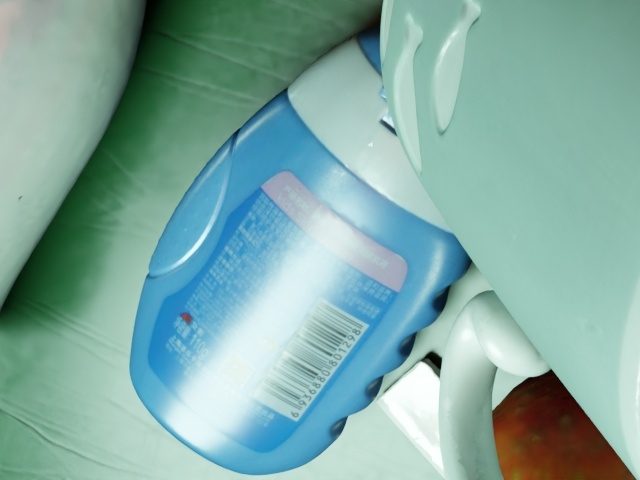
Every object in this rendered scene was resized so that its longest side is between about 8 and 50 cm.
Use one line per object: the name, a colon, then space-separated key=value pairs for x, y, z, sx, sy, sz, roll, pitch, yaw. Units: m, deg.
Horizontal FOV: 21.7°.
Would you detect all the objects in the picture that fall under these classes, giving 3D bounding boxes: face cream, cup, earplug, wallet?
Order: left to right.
earplug: x=-0.193 y=-0.064 z=0.905 sx=0.172 sy=0.172 sz=0.301 roll=39 pitch=111 yaw=7
face cream: x=0.000 y=0.000 z=0.881 sx=0.149 sy=0.083 sz=0.264 roll=39 pitch=116 yaw=6
wallet: x=0.072 y=0.107 z=0.926 sx=0.083 sy=0.011 sz=0.044 roll=47 pitch=116 yaw=3
cup: x=0.150 y=-0.012 z=0.680 sx=0.259 sy=0.274 sz=0.356 roll=16 pitch=115 yaw=-31

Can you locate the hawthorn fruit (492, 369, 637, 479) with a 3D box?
hawthorn fruit: x=0.145 y=0.147 z=0.820 sx=0.189 sy=0.189 sz=0.189 roll=6 pitch=108 yaw=20
